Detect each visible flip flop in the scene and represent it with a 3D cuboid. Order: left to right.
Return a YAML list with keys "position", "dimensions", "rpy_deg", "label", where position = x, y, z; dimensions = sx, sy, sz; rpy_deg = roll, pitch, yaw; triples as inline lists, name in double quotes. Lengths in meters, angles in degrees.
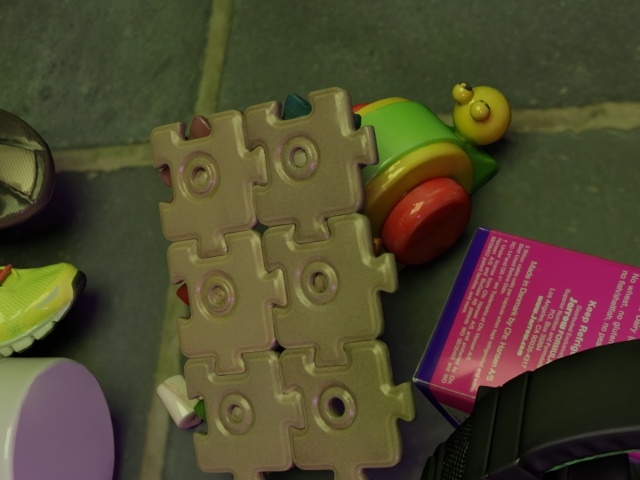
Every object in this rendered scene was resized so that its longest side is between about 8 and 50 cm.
- position: [-0.320, -0.036, 1.013]
  dimensions: [0.277, 0.080, 0.112]
  rpy_deg: [-14, 66, 32]
  label: "flip flop"

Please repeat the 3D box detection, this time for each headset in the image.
- position: [0.142, 0.192, 0.590]
  dimensions: [0.243, 0.394, 0.185]
  rpy_deg: [28, 51, -13]
  label: "headset"

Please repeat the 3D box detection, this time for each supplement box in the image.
- position: [0.187, 0.085, 0.730]
  dimensions: [0.220, 0.111, 0.114]
  rpy_deg: [17, 74, 26]
  label: "supplement box"

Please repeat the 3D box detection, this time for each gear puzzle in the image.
- position: [-0.013, 0.076, 0.790]
  dimensions: [0.175, 0.044, 0.338]
  rpy_deg: [-9, 89, 32]
  label: "gear puzzle"

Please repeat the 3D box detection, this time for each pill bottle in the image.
- position: [-0.303, 0.153, 0.863]
  dimensions: [0.283, 0.160, 0.160]
  rpy_deg: [-4, 65, 20]
  label: "pill bottle"

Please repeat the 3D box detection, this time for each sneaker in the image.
- position: [-0.282, 0.043, 0.930]
  dimensions: [0.209, 0.094, 0.081]
  rpy_deg: [-14, 23, 15]
  label: "sneaker"

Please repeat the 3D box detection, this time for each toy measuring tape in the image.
- position: [0.000, 0.000, 0.842]
  dimensions: [0.330, 0.121, 0.121]
  rpy_deg: [-40, 59, 0]
  label: "toy measuring tape"
